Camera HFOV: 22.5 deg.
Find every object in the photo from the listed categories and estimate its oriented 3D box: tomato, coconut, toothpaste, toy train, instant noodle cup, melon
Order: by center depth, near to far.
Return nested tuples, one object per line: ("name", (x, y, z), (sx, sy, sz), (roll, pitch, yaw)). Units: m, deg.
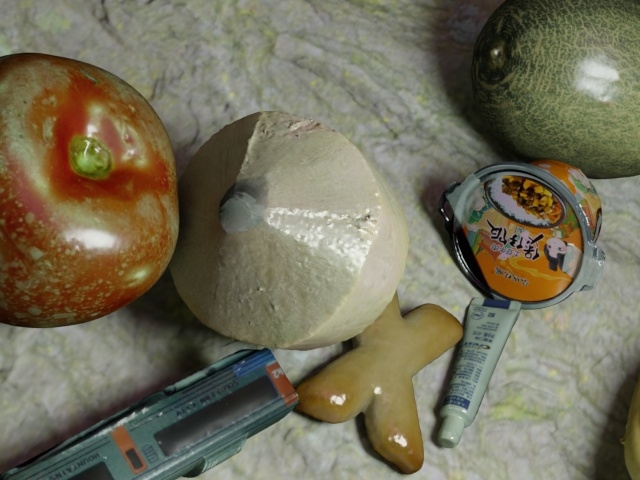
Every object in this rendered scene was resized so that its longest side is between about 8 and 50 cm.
("toy train", (-0.195, 0.218, 1.516), (0.409, 0.086, 0.089), (-26, 79, -39))
("tomato", (-0.274, -0.041, 1.545), (0.270, 0.223, 0.270), (27, 48, -35))
("coconut", (-0.037, -0.007, 1.622), (0.239, 0.239, 0.244), (61, 11, 15))
("toothpaste", (0.173, 0.145, 1.813), (0.062, 0.037, 0.216), (8, 49, 18))
("instant noodle cup", (0.256, -0.021, 1.898), (0.208, 0.177, 0.125), (40, 33, 12))
("melon", (0.338, -0.195, 1.993), (0.329, 0.248, 0.248), (16, 54, -31))

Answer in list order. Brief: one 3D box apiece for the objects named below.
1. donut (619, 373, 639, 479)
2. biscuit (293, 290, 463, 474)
("donut", (0.546, 0.222, 1.788), (0.449, 0.198, 0.449), (-2, 26, 1))
("biscuit", (0.067, 0.133, 1.751), (0.164, 0.047, 0.208), (30, 52, -10))
